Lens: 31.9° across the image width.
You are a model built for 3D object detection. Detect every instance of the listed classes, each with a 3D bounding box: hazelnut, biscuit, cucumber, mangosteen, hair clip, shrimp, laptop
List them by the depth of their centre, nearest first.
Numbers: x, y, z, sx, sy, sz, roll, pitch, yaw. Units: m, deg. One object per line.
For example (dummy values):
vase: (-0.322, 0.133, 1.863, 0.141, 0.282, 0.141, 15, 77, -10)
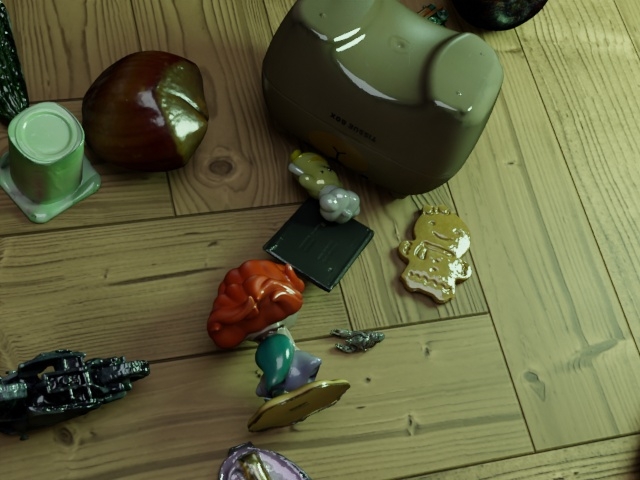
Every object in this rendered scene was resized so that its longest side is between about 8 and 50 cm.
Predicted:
hair clip: (-0.025, 0.446, 1.638, 0.110, 0.095, 0.359, -37, 63, 8)
shrimp: (0.060, 0.164, 1.827, 0.092, 0.029, 0.038, 4, 70, -5)
laptop: (0.000, 0.000, 1.864, 0.135, 0.016, 0.197, 32, 37, 5)
hazelnut: (-0.293, -0.213, 1.870, 0.181, 0.180, 0.212, 30, 56, -31)
cucumber: (-0.551, -0.306, 1.900, 0.077, 0.077, 0.265, -10, 66, -18)
biscuit: (0.205, 0.023, 1.938, 0.133, 0.027, 0.184, 31, 60, 5)
mangosteen: (0.346, -0.518, 2.166, 0.216, 0.216, 0.216, 6, 61, -11)

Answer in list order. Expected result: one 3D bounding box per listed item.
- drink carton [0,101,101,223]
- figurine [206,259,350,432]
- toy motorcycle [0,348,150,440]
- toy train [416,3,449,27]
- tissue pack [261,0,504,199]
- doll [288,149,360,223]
drink carton: (-0.441, -0.139, 1.799, 0.146, 0.142, 0.144, -37, 75, -26)
figurine: (-0.078, 0.139, 1.709, 0.208, 0.181, 0.257, -5, 61, -41)
toy motorcycle: (-0.389, 0.220, 1.632, 0.270, 0.159, 0.106, -6, 73, -35)
toy train: (0.203, -0.424, 2.170, 0.064, 0.044, 0.103, 39, 60, 20)
tissue pack: (0.098, -0.260, 1.930, 0.387, 0.277, 0.267, 30, 52, 2)
doll: (0.007, -0.093, 1.911, 0.106, 0.062, 0.162, 7, 38, -46)
